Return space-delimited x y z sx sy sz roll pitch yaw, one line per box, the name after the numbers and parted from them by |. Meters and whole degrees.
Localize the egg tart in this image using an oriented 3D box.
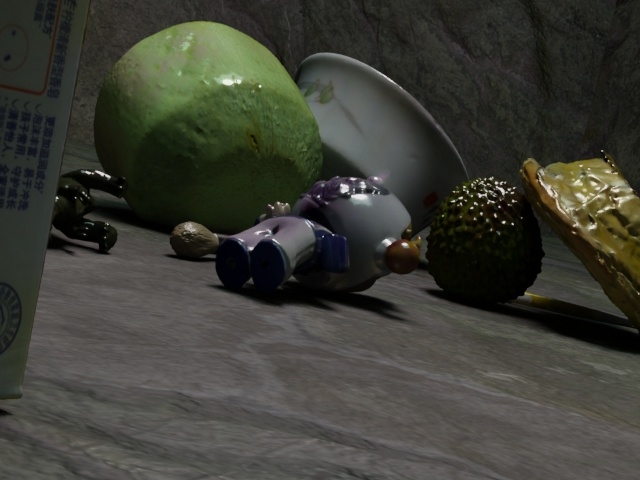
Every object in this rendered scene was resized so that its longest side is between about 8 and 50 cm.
0.378 -0.005 1.701 0.315 0.120 0.315 49 11 -13 | egg tart

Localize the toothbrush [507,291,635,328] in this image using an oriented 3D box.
0.350 0.097 1.818 0.288 0.021 0.024 13 -5 8 | toothbrush

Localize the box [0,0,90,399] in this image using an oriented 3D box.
-0.211 -0.053 0.654 0.097 0.265 0.168 12 4 30 | box

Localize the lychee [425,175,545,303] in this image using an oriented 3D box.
0.211 0.001 1.732 0.171 0.171 0.171 13 5 -1 | lychee

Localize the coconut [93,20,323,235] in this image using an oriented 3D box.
-0.157 -0.152 1.861 0.329 0.281 0.328 1 39 -1 | coconut

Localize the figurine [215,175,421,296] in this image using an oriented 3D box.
-0.011 0.001 1.443 0.274 0.133 0.194 -8 5 -37 | figurine

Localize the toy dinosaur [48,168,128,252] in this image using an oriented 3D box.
-0.300 -0.046 1.395 0.179 0.087 0.187 15 4 13 | toy dinosaur

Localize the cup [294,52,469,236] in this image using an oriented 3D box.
0.046 -0.106 2.061 0.347 0.163 0.347 37 -22 18 | cup

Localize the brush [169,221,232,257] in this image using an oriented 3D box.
-0.087 0.012 1.621 0.039 0.042 0.299 15 1 31 | brush
